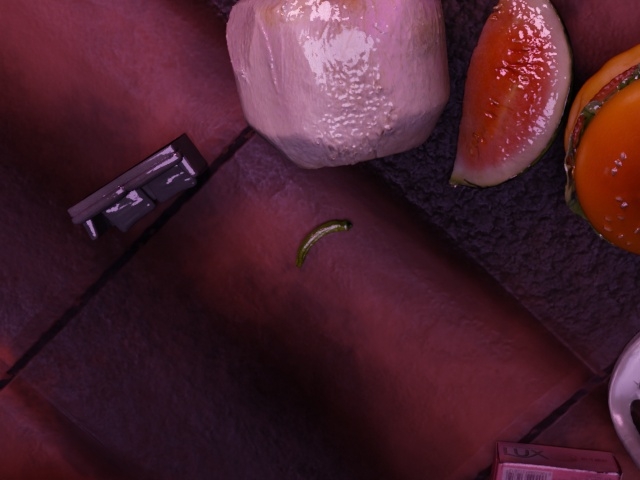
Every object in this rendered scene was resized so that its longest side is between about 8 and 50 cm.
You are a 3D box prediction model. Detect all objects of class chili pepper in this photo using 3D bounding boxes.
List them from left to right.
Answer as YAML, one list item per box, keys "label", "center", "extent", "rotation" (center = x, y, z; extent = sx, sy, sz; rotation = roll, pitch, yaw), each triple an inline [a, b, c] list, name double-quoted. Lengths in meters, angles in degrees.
- label: "chili pepper"
  center: [0.000, 0.000, 1.272]
  extent: [0.083, 0.017, 0.030]
  rotation: [-32, 104, 12]

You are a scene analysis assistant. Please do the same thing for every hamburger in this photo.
- label: "hamburger"
  center: [0.369, -0.078, 1.122]
  extent: [0.246, 0.170, 0.246]
  rotation: [1, 125, 1]

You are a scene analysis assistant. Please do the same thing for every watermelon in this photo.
- label: "watermelon"
  center: [0.213, -0.160, 1.195]
  extent: [0.119, 0.063, 0.245]
  rotation: [19, 108, 12]

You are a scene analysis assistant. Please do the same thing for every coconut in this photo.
- label: "coconut"
  center: [0.017, -0.196, 1.111]
  extent: [0.227, 0.227, 0.230]
  rotation: [-10, 107, 7]

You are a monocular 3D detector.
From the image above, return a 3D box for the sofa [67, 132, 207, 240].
- label: "sofa"
  center: [-0.201, -0.053, 1.235]
  extent: [0.147, 0.085, 0.060]
  rotation: [-31, 99, 11]

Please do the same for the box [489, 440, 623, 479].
- label: "box"
  center: [0.278, 0.307, 1.325]
  extent: [0.156, 0.060, 0.111]
  rotation: [7, 107, 5]

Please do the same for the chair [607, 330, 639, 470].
- label: "chair"
  center: [0.478, 0.226, 1.238]
  extent: [0.275, 0.190, 0.203]
  rotation: [40, 104, -16]
